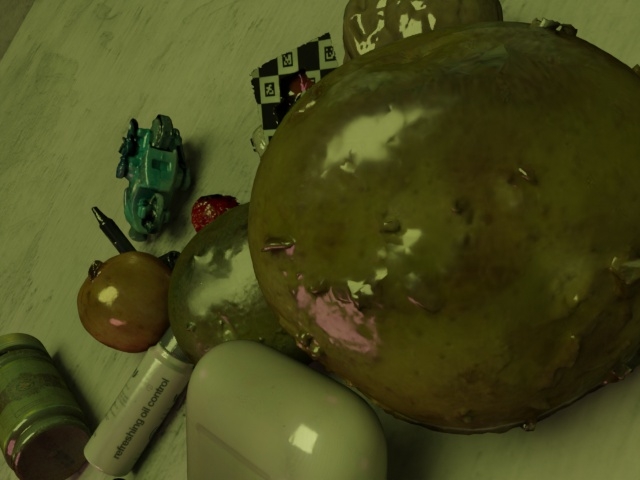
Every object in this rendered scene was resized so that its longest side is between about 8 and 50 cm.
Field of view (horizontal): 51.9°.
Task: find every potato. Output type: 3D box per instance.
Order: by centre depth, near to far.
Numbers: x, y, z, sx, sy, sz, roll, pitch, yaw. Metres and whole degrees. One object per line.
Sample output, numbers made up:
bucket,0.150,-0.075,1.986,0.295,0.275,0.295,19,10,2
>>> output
potato,0.139,-0.037,0.657,0.442,0.319,0.385,-15,54,1
potato,-0.053,0.045,0.965,0.359,0.219,0.269,-37,60,10

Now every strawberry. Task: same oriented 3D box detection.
strawberry,-0.190,-0.038,1.213,0.106,0.106,0.106,-20,56,31

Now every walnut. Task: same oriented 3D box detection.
walnut,0.147,-0.275,0.960,0.248,0.248,0.248,-20,56,31

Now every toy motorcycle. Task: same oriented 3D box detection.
toy motorcycle,-0.358,-0.127,1.374,0.206,0.154,0.260,-22,63,55

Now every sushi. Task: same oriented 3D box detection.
sushi,-0.009,-0.167,1.057,0.193,0.043,0.279,-16,91,39

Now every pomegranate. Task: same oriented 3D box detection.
pomegranate,-0.344,0.113,1.193,0.191,0.191,0.191,-20,56,31

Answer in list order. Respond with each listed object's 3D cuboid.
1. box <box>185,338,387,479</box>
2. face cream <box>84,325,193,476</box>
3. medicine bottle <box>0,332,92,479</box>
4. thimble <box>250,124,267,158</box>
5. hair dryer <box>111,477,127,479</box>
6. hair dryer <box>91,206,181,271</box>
box,-0.051,0.308,0.789,0.289,0.141,0.349,18,112,45
face cream,-0.285,0.252,1.133,0.092,0.092,0.311,32,88,45
medicine bottle,-0.568,0.323,1.288,0.322,0.151,0.151,33,90,45
thimble,-0.057,-0.170,1.160,0.090,0.102,0.115,-35,59,19
hair dryer,-0.310,0.512,1.040,0.128,0.070,0.255,-50,52,6
hair dryer,-0.377,0.005,1.304,0.173,0.050,0.194,-24,97,27
